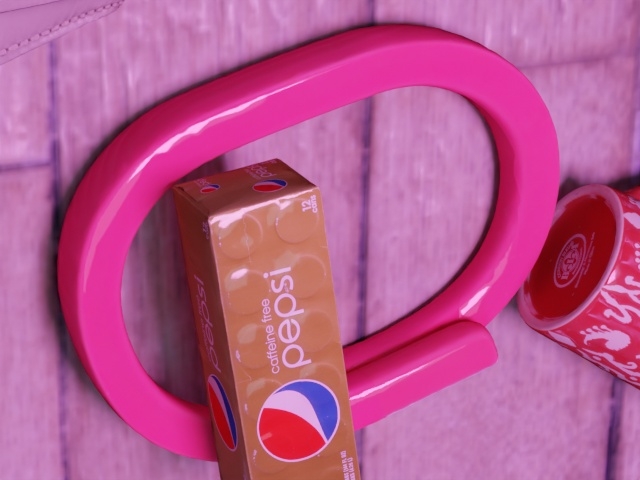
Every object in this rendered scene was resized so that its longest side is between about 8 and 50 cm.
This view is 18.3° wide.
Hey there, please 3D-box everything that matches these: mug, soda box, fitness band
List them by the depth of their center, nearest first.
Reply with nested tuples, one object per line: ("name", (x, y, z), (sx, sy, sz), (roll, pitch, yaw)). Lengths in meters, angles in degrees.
("soda box", (-0.026, 0.055, 1.015), (0.061, 0.058, 0.181), (-16, 112, -18))
("fitness band", (0.000, 0.000, 1.072), (0.290, 0.054, 0.209), (-23, 115, -17))
("mug", (0.205, 0.028, 1.163), (0.169, 0.150, 0.113), (25, 134, -26))

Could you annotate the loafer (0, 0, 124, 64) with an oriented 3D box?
("loafer", (-0.208, -0.082, 0.865), (0.319, 0.112, 0.111), (-22, 121, -43))
